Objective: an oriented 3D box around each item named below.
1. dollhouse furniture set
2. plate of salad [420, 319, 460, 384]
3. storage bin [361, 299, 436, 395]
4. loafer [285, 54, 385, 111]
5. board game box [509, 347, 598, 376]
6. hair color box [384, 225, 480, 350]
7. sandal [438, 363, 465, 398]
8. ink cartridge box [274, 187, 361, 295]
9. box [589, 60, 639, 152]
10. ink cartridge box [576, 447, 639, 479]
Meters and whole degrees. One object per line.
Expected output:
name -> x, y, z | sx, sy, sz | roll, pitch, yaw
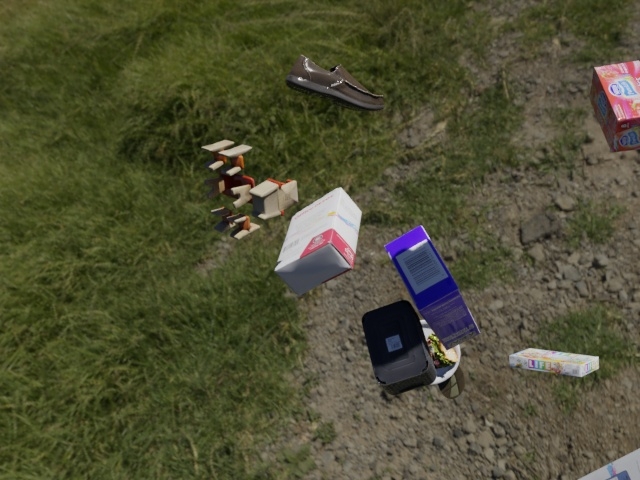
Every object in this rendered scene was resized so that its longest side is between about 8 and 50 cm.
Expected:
dollhouse furniture set -> -0.204, -0.143, 1.731 | 0.259, 0.262, 0.135 | 20, 36, 37
plate of salad -> 0.316, 0.338, 1.800 | 0.199, 0.200, 0.048 | -20, 1, 14
storage bin -> 0.175, 0.240, 1.355 | 0.122, 0.084, 0.180 | -21, 54, 12
loafer -> 0.040, -0.322, 1.235 | 0.080, 0.219, 0.078 | 28, 104, 67
board game box -> 0.502, 0.261, 1.296 | 0.154, 0.103, 0.026 | 0, 91, 43
hair color box -> 0.276, 0.125, 1.453 | 0.110, 0.339, 0.185 | -30, 57, 9
sandal -> 0.380, 0.378, 1.862 | 0.090, 0.060, 0.219 | -28, 82, 10
ink cartridge box -> 0.000, 0.000, 1.921 | 0.226, 0.131, 0.306 | -29, 25, 28
box -> 0.861, -0.380, 1.698 | 0.128, 0.123, 0.257 | -6, 48, 12
ink cartridge box -> 0.497, 0.388, 0.888 | 0.212, 0.154, 0.093 | 124, 161, -44
